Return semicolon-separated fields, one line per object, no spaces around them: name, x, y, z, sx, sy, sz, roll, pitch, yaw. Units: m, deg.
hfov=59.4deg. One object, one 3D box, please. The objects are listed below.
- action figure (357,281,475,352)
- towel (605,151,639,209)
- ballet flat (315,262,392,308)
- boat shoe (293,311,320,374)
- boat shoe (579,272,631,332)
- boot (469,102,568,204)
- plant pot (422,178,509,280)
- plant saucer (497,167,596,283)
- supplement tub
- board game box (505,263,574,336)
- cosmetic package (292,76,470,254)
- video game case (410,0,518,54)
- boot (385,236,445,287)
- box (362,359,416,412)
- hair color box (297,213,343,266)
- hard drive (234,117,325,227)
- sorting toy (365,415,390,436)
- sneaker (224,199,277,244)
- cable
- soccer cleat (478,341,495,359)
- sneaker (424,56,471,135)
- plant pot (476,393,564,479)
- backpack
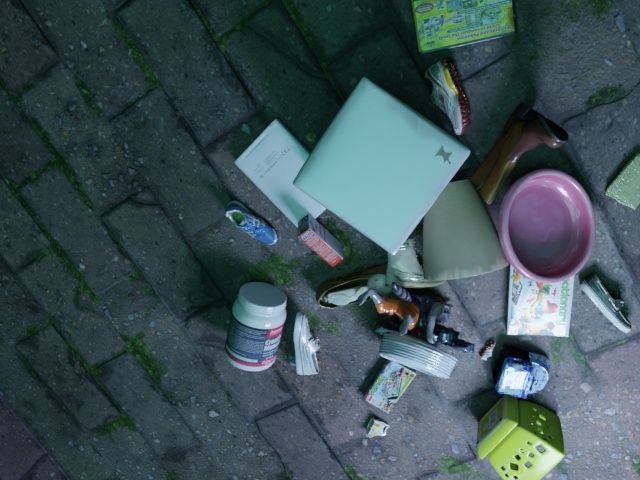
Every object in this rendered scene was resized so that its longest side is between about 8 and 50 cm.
action figure;0.331;0.232;1.779;0.341;0.330;0.178;16;95;43
towel;0.918;-0.173;1.638;0.110;0.027;0.148;30;115;1
ballet flat;0.137;0.165;1.887;0.342;0.124;0.116;-14;105;17
boat shoe;-0.046;0.376;2.027;0.088;0.096;0.267;1;112;8
boat shoe;0.909;0.196;1.754;0.219;0.078;0.070;46;114;-5
boot;0.539;-0.227;1.577;0.096;0.264;0.280;22;114;-24
plant pot;0.413;-0.040;1.703;0.256;0.256;0.274;-12;92;17
plant saucer;0.651;-0.042;1.646;0.332;0.084;0.332;0;89;-19
supplement tub;-0.228;0.305;1.985;0.191;0.191;0.272;17;114;6
board game box;0.701;0.162;1.799;0.193;0.053;0.305;0;110;12
cosmetic package;0.165;-0.215;1.563;0.327;0.394;0.329;35;102;-2
video game case;0.392;-0.672;1.559;0.275;0.035;0.248;-8;108;14
boot;0.310;0.072;1.832;0.213;0.077;0.165;0;87;-18
box;0.251;0.524;2.047;0.114;0.036;0.207;28;114;1
hair color box;0.000;0.000;1.846;0.053;0.093;0.167;-37;118;20
hard drive;-0.101;-0.212;1.841;0.319;0.040;0.210;46;113;-7
sorting toy;0.220;0.708;2.125;0.075;0.045;0.083;21;113;-4
sneaker;-0.241;-0.050;1.912;0.211;0.081;0.080;35;112;-4
cable;0.321;0.382;1.867;0.257;0.257;0.089;29;77;-26
soccer cleat;0.579;0.379;1.925;0.035;0.029;0.083;27;117;-8
sneaker;0.375;-0.416;1.646;0.092;0.088;0.225;-11;109;38
plant pot;0.667;0.670;1.915;0.207;0.228;0.227;36;114;6
backpack;0.683;0.449;1.881;0.173;0.117;0.158;14;114;4
